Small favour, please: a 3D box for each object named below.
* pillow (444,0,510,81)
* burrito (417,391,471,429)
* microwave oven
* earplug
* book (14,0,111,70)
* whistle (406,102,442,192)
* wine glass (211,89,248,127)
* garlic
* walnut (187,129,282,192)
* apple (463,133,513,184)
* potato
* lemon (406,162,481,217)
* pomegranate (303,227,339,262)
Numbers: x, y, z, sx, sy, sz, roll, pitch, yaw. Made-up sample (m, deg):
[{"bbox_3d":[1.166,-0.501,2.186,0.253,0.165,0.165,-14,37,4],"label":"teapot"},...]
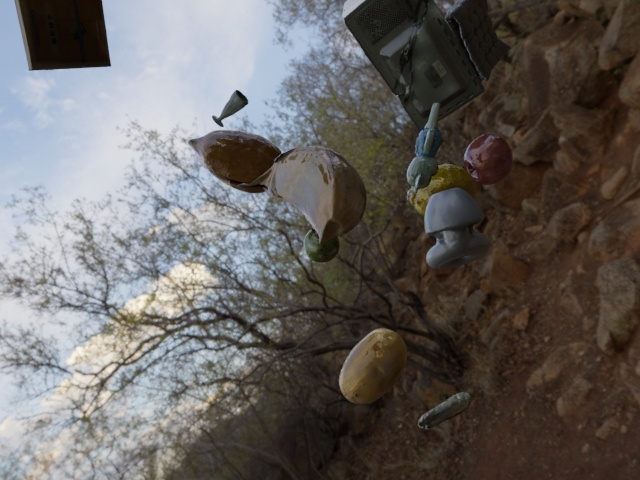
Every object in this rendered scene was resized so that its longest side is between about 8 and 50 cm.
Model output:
[{"bbox_3d":[0.615,-0.808,1.772,0.101,0.326,0.228,1,49,51],"label":"pillow"},{"bbox_3d":[0.333,0.463,1.218,0.188,0.045,0.058,-14,-68,-30],"label":"burrito"},{"bbox_3d":[0.291,-0.623,1.435,0.236,0.432,0.375,-32,27,23],"label":"microwave oven"},{"bbox_3d":[0.432,-0.022,1.452,0.213,0.175,0.326,-17,-49,5],"label":"earplug"},{"bbox_3d":[-0.584,-0.487,1.040,0.242,0.018,0.171,-52,-32,-61],"label":"book"},{"bbox_3d":[0.280,-0.238,1.168,0.114,0.077,0.236,13,-88,-81],"label":"whistle"},{"bbox_3d":[-0.372,-0.539,1.841,0.155,0.073,0.073,-36,-13,19],"label":"wine glass"},{"bbox_3d":[-0.034,-0.137,1.044,0.196,0.338,0.151,-42,-38,-17],"label":"garlic"},{"bbox_3d":[-0.288,-0.283,1.544,0.209,0.335,0.209,-161,90,-77],"label":"walnut"},{"bbox_3d":[0.503,-0.241,1.358,0.119,0.154,0.153,-29,-17,-3],"label":"apple"},{"bbox_3d":[0.148,0.356,1.271,0.234,0.150,0.146,-55,-12,7],"label":"potato"},{"bbox_3d":[0.434,-0.171,1.593,0.259,0.204,0.204,-9,-19,-1],"label":"lemon"},{"bbox_3d":[-0.003,-0.003,1.552,0.129,0.129,0.160,-35,-60,-27],"label":"pomegranate"}]
